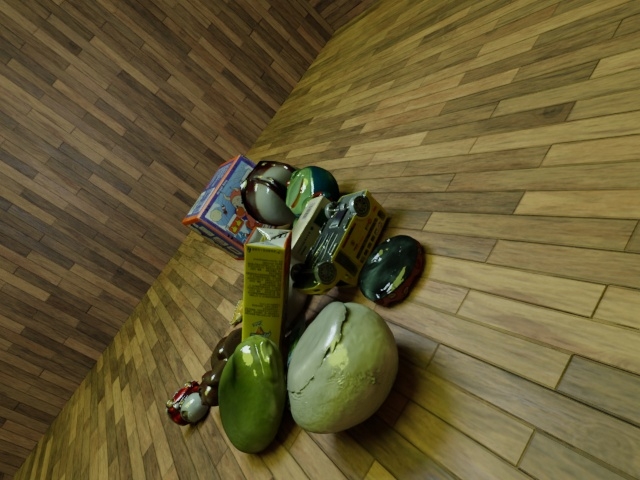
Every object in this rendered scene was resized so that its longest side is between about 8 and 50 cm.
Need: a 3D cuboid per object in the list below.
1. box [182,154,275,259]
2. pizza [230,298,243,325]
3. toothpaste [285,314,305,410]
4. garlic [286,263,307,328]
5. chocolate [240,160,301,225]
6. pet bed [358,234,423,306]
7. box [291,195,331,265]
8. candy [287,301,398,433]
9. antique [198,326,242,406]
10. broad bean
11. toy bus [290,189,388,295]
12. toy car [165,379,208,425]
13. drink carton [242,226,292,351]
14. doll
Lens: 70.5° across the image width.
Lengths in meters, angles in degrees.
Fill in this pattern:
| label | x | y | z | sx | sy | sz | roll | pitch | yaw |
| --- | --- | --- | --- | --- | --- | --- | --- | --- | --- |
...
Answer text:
| label | x | y | z | sx | sy | sz | roll | pitch | yaw |
| --- | --- | --- | --- | --- | --- | --- | --- | --- | --- |
| box | -0.367 | -0.139 | 2.029 | 0.257 | 0.319 | 0.348 | -7 | 49 | 58 |
| pizza | -0.305 | 0.276 | 1.707 | 0.108 | 0.026 | 0.123 | -55 | 27 | 1 |
| toothpaste | -0.064 | 0.320 | 1.207 | 0.074 | 0.048 | 0.296 | -51 | 20 | 26 |
| garlic | -0.119 | 0.115 | 1.417 | 0.143 | 0.112 | 0.317 | -20 | 57 | 25 |
| chocolate | -0.147 | -0.189 | 1.778 | 0.283 | 0.284 | 0.186 | -59 | 25 | -15 |
| pet bed | 0.172 | 0.070 | 1.123 | 0.201 | 0.054 | 0.201 | -39 | 28 | 26 |
| box | 0.000 | 0.000 | 1.377 | 0.095 | 0.168 | 0.211 | -7 | 50 | 61 |
| candy | 0.046 | 0.264 | 0.922 | 0.295 | 0.185 | 0.295 | -59 | 12 | 21 |
| antique | -0.299 | 0.402 | 1.412 | 0.143 | 0.121 | 0.256 | -39 | 26 | 32 |
| broad bean | -0.172 | 0.381 | 1.139 | 0.238 | 0.119 | 0.290 | 10 | 92 | 49 |
| toy bus | 0.057 | 0.022 | 1.269 | 0.144 | 0.152 | 0.330 | -8 | 48 | 56 |
| toy car | -0.413 | 0.531 | 1.469 | 0.112 | 0.112 | 0.139 | -5 | 41 | 40 |
| drink carton | -0.148 | 0.154 | 1.242 | 0.154 | 0.112 | 0.350 | -79 | -5 | -70 |
| doll | -0.023 | -0.140 | 1.599 | 0.321 | 0.186 | 0.198 | -102 | 32 | -44 |
